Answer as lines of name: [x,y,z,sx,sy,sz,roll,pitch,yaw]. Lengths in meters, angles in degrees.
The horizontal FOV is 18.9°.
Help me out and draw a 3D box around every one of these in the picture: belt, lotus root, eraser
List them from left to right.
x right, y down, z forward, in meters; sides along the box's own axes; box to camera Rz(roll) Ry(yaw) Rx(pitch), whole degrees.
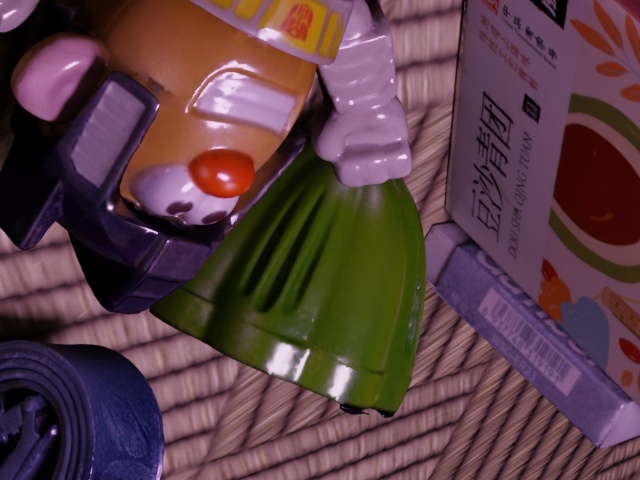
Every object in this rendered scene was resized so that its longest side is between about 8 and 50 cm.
belt: [-0.181,0.147,1.175,0.190,0.141,0.082,-52,148,18]
lotus root: [0.000,0.000,1.209,0.186,0.186,0.186,-31,149,-21]
eraser: [0.170,0.062,1.434,0.092,0.212,0.046,-11,137,-46]

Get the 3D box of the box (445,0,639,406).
box: [0.254,-0.026,1.239,0.122,0.385,0.344,-31,149,-21]

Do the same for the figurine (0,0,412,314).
figurine: [-0.056,-0.104,0.993,0.308,0.143,0.308,-5,120,-9]
